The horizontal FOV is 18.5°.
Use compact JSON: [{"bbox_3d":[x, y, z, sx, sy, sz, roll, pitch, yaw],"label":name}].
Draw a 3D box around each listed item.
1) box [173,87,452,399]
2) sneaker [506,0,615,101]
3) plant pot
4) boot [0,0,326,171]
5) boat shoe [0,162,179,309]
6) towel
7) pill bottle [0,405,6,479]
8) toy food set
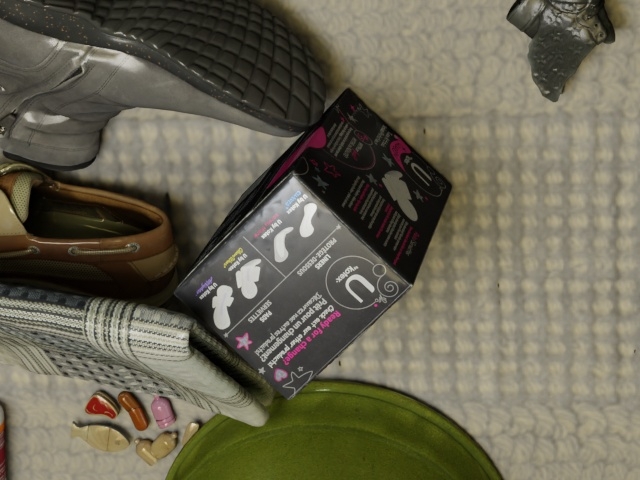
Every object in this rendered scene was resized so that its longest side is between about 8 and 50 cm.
[{"bbox_3d":[0.000,0.000,1.713,0.142,0.247,0.163,43,113,-5],"label":"box"},{"bbox_3d":[0.228,-0.205,1.697,0.089,0.051,0.170,40,118,-6],"label":"sneaker"},{"bbox_3d":[-0.007,0.371,1.791,0.366,0.353,0.366,3,113,7],"label":"plant pot"},{"bbox_3d":[-0.179,-0.139,1.769,0.338,0.118,0.223,24,138,-8],"label":"boot"},{"bbox_3d":[-0.286,-0.019,1.826,0.324,0.122,0.120,10,132,-2],"label":"boat shoe"},{"bbox_3d":[-0.214,0.097,1.760,0.312,0.324,0.056,9,78,16],"label":"towel"},{"bbox_3d":[-0.358,0.237,1.968,0.086,0.086,0.152,6,112,9],"label":"pill bottle"},{"bbox_3d":[-0.182,0.181,1.945,0.122,0.019,0.078,20,114,3],"label":"toy food set"}]
